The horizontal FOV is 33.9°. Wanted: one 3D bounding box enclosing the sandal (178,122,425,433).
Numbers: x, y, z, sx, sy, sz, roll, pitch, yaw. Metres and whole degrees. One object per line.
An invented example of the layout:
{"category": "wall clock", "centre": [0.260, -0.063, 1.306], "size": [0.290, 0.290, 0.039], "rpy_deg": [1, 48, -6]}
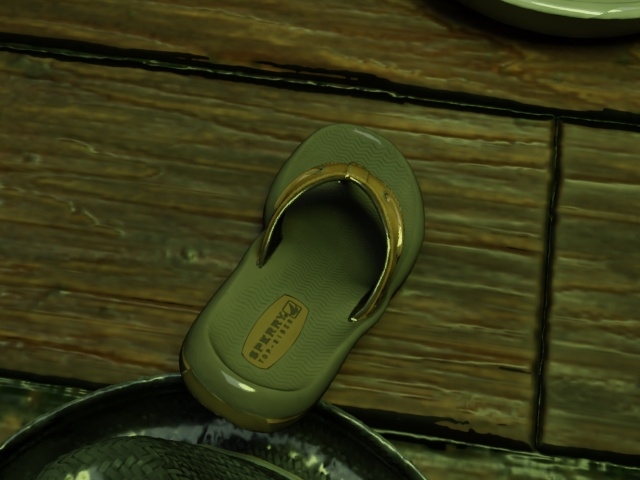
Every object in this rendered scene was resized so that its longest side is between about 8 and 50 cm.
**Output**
{"category": "sandal", "centre": [0.000, 0.000, 0.515], "size": [0.090, 0.060, 0.219], "rpy_deg": [28, 40, 7]}

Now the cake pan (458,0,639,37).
{"category": "cake pan", "centre": [0.161, -0.247, 0.662], "size": [0.293, 0.054, 0.293], "rpy_deg": [0, 66, 0]}

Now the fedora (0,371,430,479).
{"category": "fedora", "centre": [-0.051, 0.196, 0.415], "size": [0.334, 0.152, 0.334], "rpy_deg": [0, 66, 0]}
